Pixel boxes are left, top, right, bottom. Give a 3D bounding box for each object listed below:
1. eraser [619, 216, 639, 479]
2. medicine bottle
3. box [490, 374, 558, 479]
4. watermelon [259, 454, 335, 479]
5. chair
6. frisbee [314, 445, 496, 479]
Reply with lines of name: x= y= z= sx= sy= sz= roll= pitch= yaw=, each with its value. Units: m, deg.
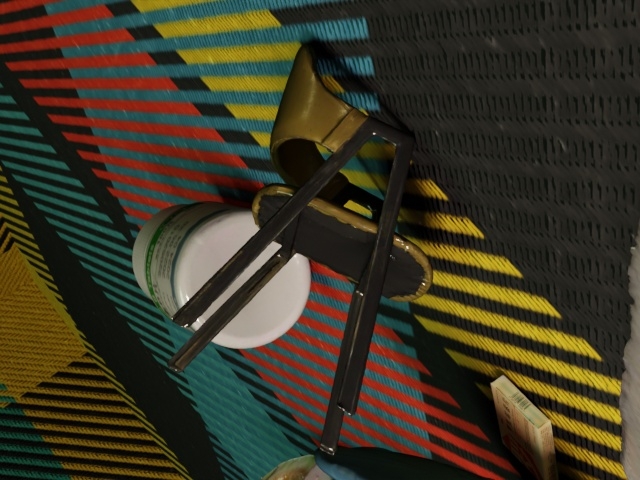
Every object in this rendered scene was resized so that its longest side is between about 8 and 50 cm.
eraser: x=0.214 y=0.056 z=0.881 sx=0.111 sy=0.077 sz=0.352 roll=46 pitch=163 yaw=28
medicine bottle: x=-0.108 y=0.027 z=1.800 sx=0.139 sy=0.139 sz=0.237 roll=60 pitch=165 yaw=-16
box: x=0.161 y=0.151 z=1.409 sx=0.058 sy=0.015 sz=0.093 roll=44 pitch=161 yaw=35
watermelon: x=0.033 y=0.359 z=2.135 sx=0.188 sy=0.175 sz=0.322 roll=23 pitch=-176 yaw=-26
chair: x=0.000 y=0.000 z=1.306 sx=0.172 sy=0.247 sz=0.159 roll=29 pitch=164 yaw=4
frisbee: x=0.133 y=0.211 z=1.387 sx=0.289 sy=0.049 sz=0.289 roll=24 pitch=177 yaw=1
